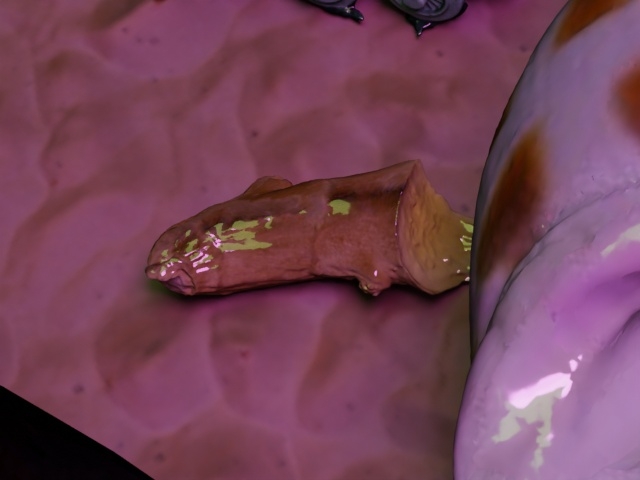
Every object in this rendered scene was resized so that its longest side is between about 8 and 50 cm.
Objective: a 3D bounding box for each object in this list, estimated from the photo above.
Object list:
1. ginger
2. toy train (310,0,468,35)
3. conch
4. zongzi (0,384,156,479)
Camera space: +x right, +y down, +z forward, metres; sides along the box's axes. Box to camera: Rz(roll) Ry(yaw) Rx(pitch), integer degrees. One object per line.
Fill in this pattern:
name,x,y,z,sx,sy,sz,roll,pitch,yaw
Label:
ginger,0.001,-0.004,0.774,0.137,0.044,0.057,-4,76,12
toy train,0.002,-0.147,0.821,0.170,0.111,0.071,14,67,21
conch,0.183,-0.003,0.643,0.368,0.197,0.249,-31,90,-6
zongzi,-0.240,0.093,0.664,0.362,0.319,0.383,17,27,10
